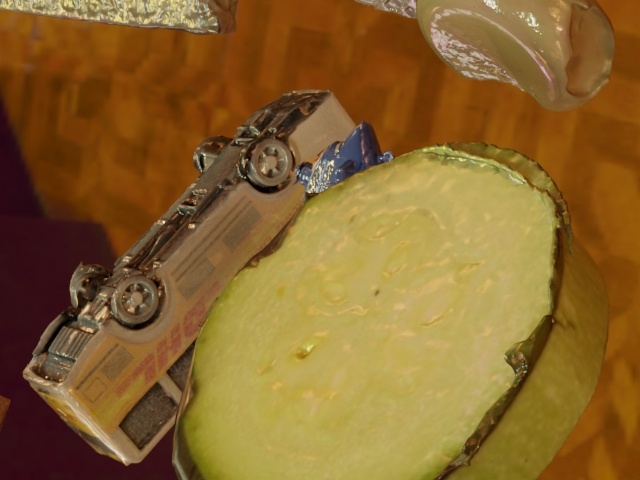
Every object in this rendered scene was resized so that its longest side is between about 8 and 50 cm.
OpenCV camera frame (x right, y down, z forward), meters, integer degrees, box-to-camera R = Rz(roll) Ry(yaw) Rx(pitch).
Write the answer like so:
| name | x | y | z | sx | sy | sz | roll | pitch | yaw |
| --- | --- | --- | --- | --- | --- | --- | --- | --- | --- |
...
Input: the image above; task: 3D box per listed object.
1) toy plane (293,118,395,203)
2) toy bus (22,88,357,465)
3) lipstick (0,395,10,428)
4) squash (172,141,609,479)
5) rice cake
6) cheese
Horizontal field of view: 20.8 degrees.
| name | x | y | z | sx | sy | sz | roll | pitch | yaw |
| --- | --- | --- | --- | --- | --- | --- | --- | --- | --- |
| toy plane | 0.000 | 0.000 | 1.074 | 0.062 | 0.054 | 0.167 | 29 | 113 | 24 |
| toy bus | -0.091 | 0.023 | 1.436 | 0.342 | 0.138 | 0.097 | -46 | 23 | -19 |
| lipstick | -0.329 | 0.130 | 1.408 | 0.045 | 0.145 | 0.045 | -75 | 8 | -51 |
| squash | 0.048 | 0.070 | 0.796 | 0.220 | 0.133 | 0.220 | -35 | 31 | 25 |
| rice cake | -0.228 | -0.266 | 1.869 | 0.399 | 0.070 | 0.064 | 12 | 107 | 41 |
| cheese | 0.134 | -0.209 | 1.600 | 0.286 | 0.163 | 0.082 | 22 | 65 | 37 |
